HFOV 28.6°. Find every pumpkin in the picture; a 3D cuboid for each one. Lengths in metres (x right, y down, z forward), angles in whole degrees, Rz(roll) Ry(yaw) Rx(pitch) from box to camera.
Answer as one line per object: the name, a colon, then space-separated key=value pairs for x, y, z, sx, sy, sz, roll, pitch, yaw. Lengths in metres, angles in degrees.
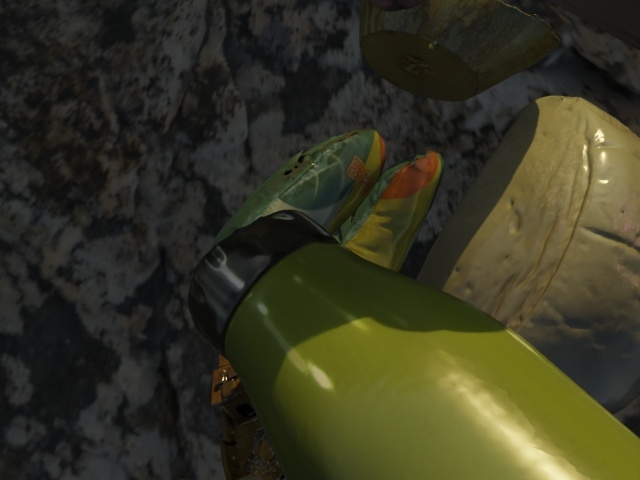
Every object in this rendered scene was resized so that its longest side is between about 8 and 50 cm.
pumpkin: x=0.127 y=-0.203 z=1.303 sx=0.217 sy=0.217 sz=0.110 roll=28 pitch=88 yaw=-9

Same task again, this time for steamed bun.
steamed bun: x=0.257 y=0.056 z=1.361 sx=0.247 sy=0.236 sz=0.383 roll=25 pitch=99 yaw=-33

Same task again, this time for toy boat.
toy boat: x=-0.067 y=0.138 z=1.139 sx=0.064 sy=0.206 sz=0.072 roll=-24 pitch=131 yaw=17

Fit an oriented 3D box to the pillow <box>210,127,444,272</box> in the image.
pillow: x=0.000 y=0.000 z=1.012 sx=0.086 sy=0.233 sz=0.214 roll=43 pitch=103 yaw=27

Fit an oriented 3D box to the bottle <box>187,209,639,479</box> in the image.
bottle: x=0.048 y=0.084 z=0.488 sx=0.260 sy=0.112 sz=0.112 roll=42 pitch=109 yaw=31

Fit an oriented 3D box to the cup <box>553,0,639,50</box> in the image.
cup: x=0.190 y=-0.201 z=0.552 sx=0.208 sy=0.273 sz=0.288 roll=-29 pitch=113 yaw=-1

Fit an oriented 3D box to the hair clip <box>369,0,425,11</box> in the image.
hair clip: x=0.026 y=-0.155 z=0.433 sx=0.102 sy=0.123 sz=0.138 roll=-32 pitch=127 yaw=22
